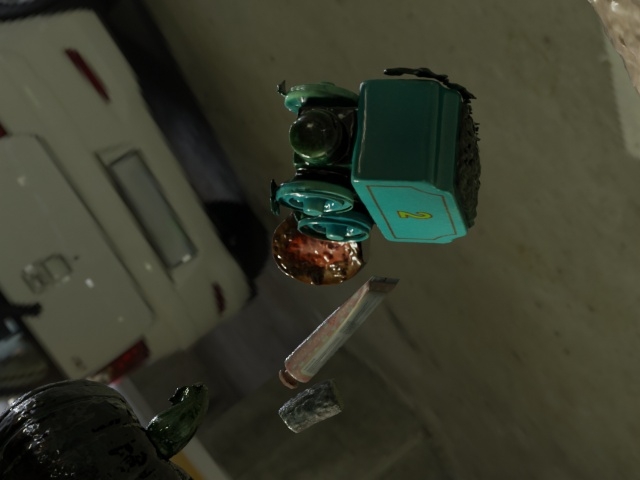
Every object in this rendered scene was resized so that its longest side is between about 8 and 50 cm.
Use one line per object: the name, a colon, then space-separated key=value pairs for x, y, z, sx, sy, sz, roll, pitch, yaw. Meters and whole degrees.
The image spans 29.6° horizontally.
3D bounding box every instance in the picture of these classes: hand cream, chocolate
hand cream: x=0.020 y=0.118 z=1.601 sx=0.067 sy=0.210 sz=0.043 roll=12 pitch=-143 yaw=-53
chocolate: x=0.000 y=0.000 z=1.669 sx=0.133 sy=0.124 sz=0.127 roll=4 pitch=161 yaw=9

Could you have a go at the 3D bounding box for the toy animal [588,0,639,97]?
toy animal: x=0.417 y=-0.197 z=1.200 sx=0.358 sy=0.226 sz=0.188 roll=60 pitch=168 yaw=-12

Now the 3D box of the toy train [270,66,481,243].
toy train: x=0.052 y=-0.063 z=1.015 sx=0.163 sy=0.112 sz=0.203 roll=3 pitch=168 yaw=14

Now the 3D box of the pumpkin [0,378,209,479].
pumpkin: x=-0.202 y=0.230 z=1.209 sx=0.248 sy=0.248 sz=0.248 roll=50 pitch=166 yaw=17

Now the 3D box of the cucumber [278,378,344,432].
cucumber: x=-0.016 y=0.285 z=2.077 sx=0.064 sy=0.112 sz=0.064 roll=59 pitch=-170 yaw=-17
